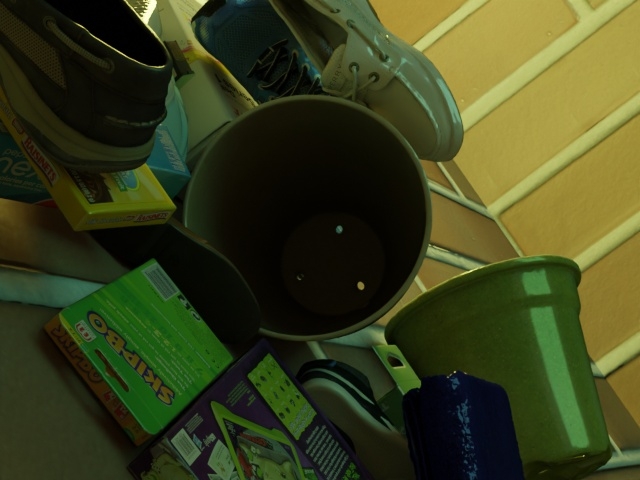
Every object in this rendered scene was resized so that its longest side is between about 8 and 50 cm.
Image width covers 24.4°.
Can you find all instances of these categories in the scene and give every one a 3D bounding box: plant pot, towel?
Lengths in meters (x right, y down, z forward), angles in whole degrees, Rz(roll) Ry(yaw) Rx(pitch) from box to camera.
[{"bbox_3d":[0.000,0.000,1.631,0.256,0.256,0.274,56,-1,12],"label":"plant pot"},{"bbox_3d":[0.251,0.193,1.923,0.276,0.276,0.254,28,39,-59],"label":"plant pot"},{"bbox_3d":[0.159,0.294,1.503,0.227,0.076,0.308,28,52,-67],"label":"towel"}]

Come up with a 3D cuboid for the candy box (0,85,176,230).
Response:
[{"bbox_3d":[-0.209,-0.094,1.214,0.105,0.027,0.206,-5,53,-55],"label":"candy box"}]

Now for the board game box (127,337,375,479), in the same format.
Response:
[{"bbox_3d":[-0.041,0.215,1.309,0.208,0.056,0.347,48,14,1],"label":"board game box"}]

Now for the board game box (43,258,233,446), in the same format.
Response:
[{"bbox_3d":[-0.153,0.092,1.274,0.124,0.039,0.259,52,11,0],"label":"board game box"}]

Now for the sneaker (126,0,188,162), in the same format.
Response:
[{"bbox_3d":[-0.212,-0.149,1.561,0.366,0.135,0.150,-108,-174,-64],"label":"sneaker"}]

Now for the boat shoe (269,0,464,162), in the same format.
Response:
[{"bbox_3d":[0.038,-0.181,1.574,0.096,0.098,0.277,-23,64,-39],"label":"boat shoe"}]

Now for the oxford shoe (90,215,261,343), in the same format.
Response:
[{"bbox_3d":[-0.136,0.016,1.440,0.212,0.076,0.076,46,11,-20],"label":"oxford shoe"}]

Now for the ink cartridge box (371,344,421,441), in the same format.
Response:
[{"bbox_3d":[0.110,0.224,1.728,0.209,0.062,0.109,56,14,14],"label":"ink cartridge box"}]

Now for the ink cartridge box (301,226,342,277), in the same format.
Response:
[{"bbox_3d":[0.004,-0.024,1.963,0.134,0.078,0.231,53,14,5],"label":"ink cartridge box"}]

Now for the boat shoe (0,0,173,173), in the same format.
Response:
[{"bbox_3d":[-0.230,-0.216,1.187,0.355,0.130,0.132,49,33,13],"label":"boat shoe"}]

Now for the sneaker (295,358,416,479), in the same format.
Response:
[{"bbox_3d":[0.059,0.207,1.575,0.217,0.079,0.121,49,15,-12],"label":"sneaker"}]

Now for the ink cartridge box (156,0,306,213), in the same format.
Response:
[{"bbox_3d":[-0.139,-0.160,1.762,0.201,0.117,0.278,34,23,-51],"label":"ink cartridge box"}]

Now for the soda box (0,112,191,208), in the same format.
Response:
[{"bbox_3d":[-0.218,-0.072,1.282,0.210,0.071,0.067,12,41,-45],"label":"soda box"}]

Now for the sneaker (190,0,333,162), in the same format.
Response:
[{"bbox_3d":[-0.016,-0.180,1.690,0.330,0.129,0.147,36,19,-44],"label":"sneaker"}]
